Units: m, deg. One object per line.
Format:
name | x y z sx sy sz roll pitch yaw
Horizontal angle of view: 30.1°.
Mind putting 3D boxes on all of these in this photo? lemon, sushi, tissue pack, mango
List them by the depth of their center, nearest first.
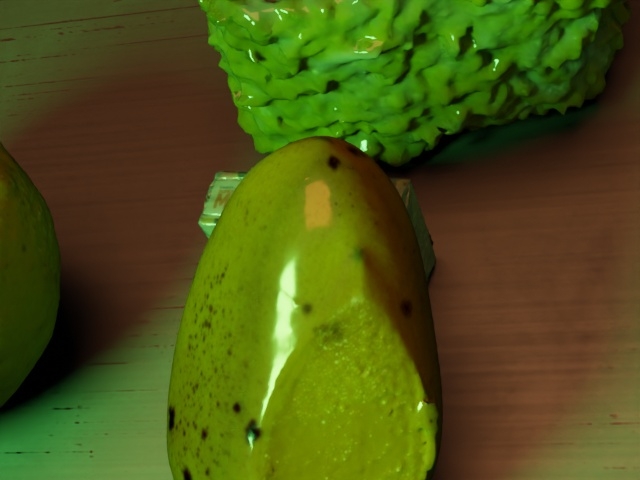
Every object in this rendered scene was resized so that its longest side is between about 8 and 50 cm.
mango | -0.012 0.070 0.745 0.159 0.290 0.191 0 22 -18
lemon | -0.311 0.025 0.841 0.253 0.310 0.254 11 58 -18
tissue pack | 0.000 0.000 0.867 0.148 0.109 0.060 4 58 20
sushi | 0.079 -0.267 0.938 0.351 0.240 0.397 -11 57 11
